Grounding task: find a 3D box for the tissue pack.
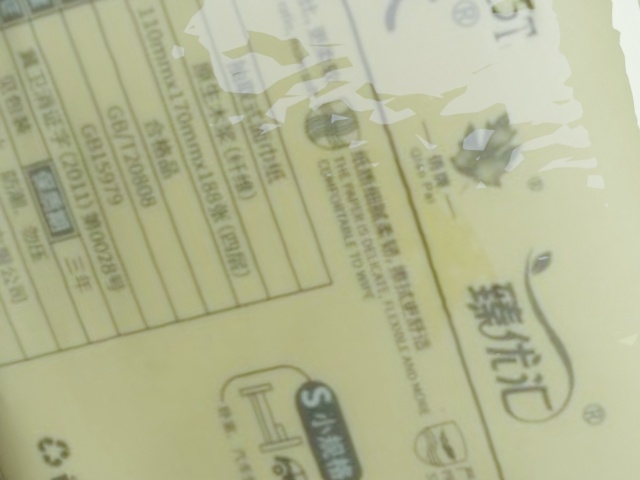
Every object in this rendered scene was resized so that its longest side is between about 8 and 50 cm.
[{"bbox_3d":[0.000,0.000,0.377,0.186,0.090,0.222,-17,105,15],"label":"tissue pack"}]
